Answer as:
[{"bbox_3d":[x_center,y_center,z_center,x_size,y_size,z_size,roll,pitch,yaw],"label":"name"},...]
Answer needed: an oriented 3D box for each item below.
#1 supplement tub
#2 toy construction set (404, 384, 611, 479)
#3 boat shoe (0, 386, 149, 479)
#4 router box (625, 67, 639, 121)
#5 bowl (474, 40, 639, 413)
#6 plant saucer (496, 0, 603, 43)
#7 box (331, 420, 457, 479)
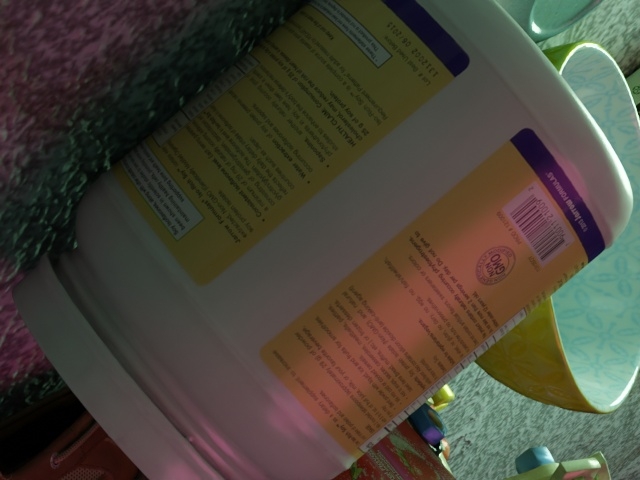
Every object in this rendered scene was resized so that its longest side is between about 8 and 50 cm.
[{"bbox_3d":[0.000,0.000,1.115,0.331,0.241,0.241,-40,158,0],"label":"supplement tub"},{"bbox_3d":[0.089,0.145,1.477,0.151,0.328,0.215,-50,138,7],"label":"toy construction set"},{"bbox_3d":[-0.262,0.190,1.239,0.324,0.122,0.120,-26,114,-43],"label":"boat shoe"},{"bbox_3d":[0.293,-0.045,1.707,0.335,0.082,0.301,-37,158,-8],"label":"router box"},{"bbox_3d":[0.151,-0.008,1.413,0.156,0.289,0.289,-2,174,27],"label":"bowl"},{"bbox_3d":[0.180,-0.200,1.299,0.195,0.037,0.195,-34,158,-16],"label":"plant saucer"},{"bbox_3d":[-0.026,0.147,1.326,0.128,0.257,0.122,-47,157,15],"label":"box"}]
